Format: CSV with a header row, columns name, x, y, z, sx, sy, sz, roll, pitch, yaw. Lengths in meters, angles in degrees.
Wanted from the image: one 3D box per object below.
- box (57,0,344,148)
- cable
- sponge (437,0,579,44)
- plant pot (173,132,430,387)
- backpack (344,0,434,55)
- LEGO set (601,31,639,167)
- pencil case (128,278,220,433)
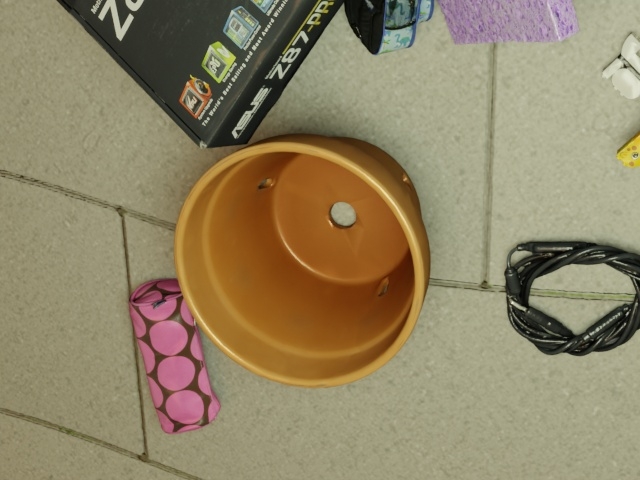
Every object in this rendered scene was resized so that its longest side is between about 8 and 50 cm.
name,x,y,z,sx,sy,sz,roll,pitch,yaw
box,-0.099,-0.342,1.050,0.318,0.097,0.395,47,118,16
cable,0.311,0.071,1.226,0.184,0.047,0.150,0,111,18
sponge,0.177,-0.261,1.065,0.031,0.210,0.117,-31,109,-16
plant pot,0.000,0.000,1.217,0.291,0.203,0.291,6,112,16
backpack,0.076,-0.268,1.140,0.084,0.105,0.114,-16,145,-16
LEGO set,0.377,-0.106,1.112,0.227,0.087,0.093,45,117,-1
pencil case,-0.195,0.159,1.414,0.098,0.095,0.209,-9,110,6
